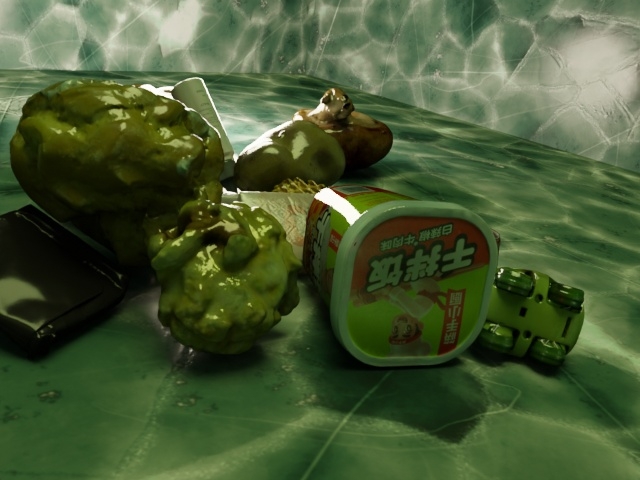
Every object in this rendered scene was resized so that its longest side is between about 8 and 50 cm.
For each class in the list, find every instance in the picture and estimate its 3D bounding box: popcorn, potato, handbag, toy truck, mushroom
[{"bbox_3d":[-0.140,0.055,1.027,0.194,0.255,0.256,-18,41,41],"label":"popcorn"},{"bbox_3d":[-0.085,-0.194,1.709,0.218,0.203,0.351,14,26,39],"label":"potato"},{"bbox_3d":[-0.447,0.059,1.034,0.246,0.080,0.223,34,30,9],"label":"handbag"},{"bbox_3d":[0.358,0.126,1.183,0.187,0.148,0.210,17,2,14],"label":"toy truck"},{"bbox_3d":[0.064,-0.346,2.073,0.345,0.260,0.345,9,22,-3],"label":"mushroom"}]

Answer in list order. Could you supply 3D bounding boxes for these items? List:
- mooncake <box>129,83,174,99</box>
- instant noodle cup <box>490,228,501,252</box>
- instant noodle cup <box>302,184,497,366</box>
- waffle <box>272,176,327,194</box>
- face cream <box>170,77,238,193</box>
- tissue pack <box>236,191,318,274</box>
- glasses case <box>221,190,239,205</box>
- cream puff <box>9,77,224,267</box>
[{"bbox_3d":[-0.480,-0.332,1.894,0.378,0.201,0.378,9,21,-3],"label":"mooncake"},{"bbox_3d":[0.302,0.045,1.350,0.127,0.136,0.127,7,22,-3],"label":"instant noodle cup"},{"bbox_3d":[0.107,0.031,1.167,0.293,0.294,0.308,2,16,-18],"label":"instant noodle cup"},{"bbox_3d":[-0.030,-0.066,1.545,0.197,0.070,0.193,6,38,-12],"label":"waffle"},{"bbox_3d":[-0.280,-0.255,1.716,0.092,0.312,0.092,-24,-5,-2],"label":"face cream"},{"bbox_3d":[-0.002,-0.015,1.370,0.325,0.071,0.170,0,58,-22],"label":"tissue pack"},{"bbox_3d":[-0.254,-0.075,1.505,0.193,0.074,0.049,3,25,-14],"label":"glasses case"},{"bbox_3d":[-0.330,-0.095,1.134,0.378,0.276,0.378,7,-6,1],"label":"cream puff"}]
